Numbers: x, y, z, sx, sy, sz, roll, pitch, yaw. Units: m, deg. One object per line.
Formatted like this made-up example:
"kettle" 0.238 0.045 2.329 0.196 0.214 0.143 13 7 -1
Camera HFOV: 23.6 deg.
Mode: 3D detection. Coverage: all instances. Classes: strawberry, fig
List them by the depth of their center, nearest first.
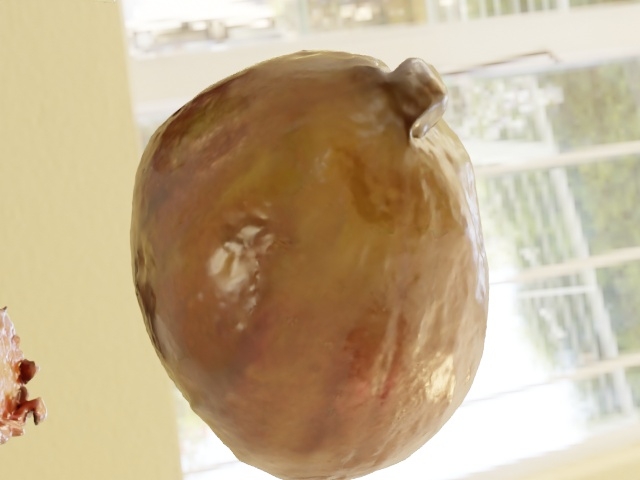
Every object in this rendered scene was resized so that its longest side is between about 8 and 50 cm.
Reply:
"fig" -0.007 0.009 0.868 0.224 0.263 0.224 -7 -135 7
"strawberry" -0.255 0.099 1.077 0.082 0.121 0.188 -10 165 2

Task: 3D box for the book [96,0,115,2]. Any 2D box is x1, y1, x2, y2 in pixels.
"book" -0.318 -0.313 1.118 0.379 0.264 0.031 -2 174 -38
